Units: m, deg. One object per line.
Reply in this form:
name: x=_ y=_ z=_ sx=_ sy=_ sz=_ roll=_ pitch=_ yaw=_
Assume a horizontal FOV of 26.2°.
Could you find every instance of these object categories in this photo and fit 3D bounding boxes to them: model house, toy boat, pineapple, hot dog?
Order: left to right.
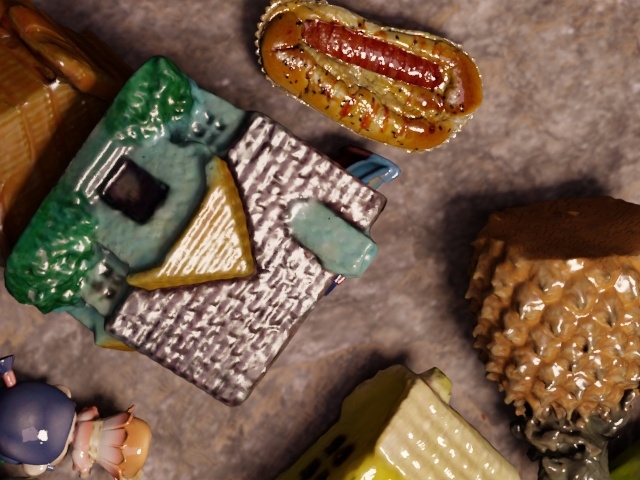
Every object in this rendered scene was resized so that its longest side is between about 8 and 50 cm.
model house: x=-0.294 y=-0.133 z=1.329 sx=0.229 sy=0.199 sz=0.219 roll=-35 pitch=149 yaw=-32
model house: x=-0.103 y=0.014 z=1.312 sx=0.249 sy=0.230 sz=0.280 roll=36 pitch=93 yaw=19
toy boat: x=0.000 y=0.000 z=1.435 sx=0.097 sy=0.100 sz=0.223 roll=43 pitch=92 yaw=13
hot dog: x=0.048 y=-0.176 z=1.433 sx=0.253 sy=0.069 sz=0.131 roll=21 pitch=96 yaw=-14
model house: x=0.091 y=0.266 z=1.473 sx=0.234 sy=0.175 sz=0.193 roll=-45 pitch=106 yaw=2
pineapple: x=0.270 y=0.142 z=1.486 sx=0.223 sy=0.223 sz=0.357 roll=-10 pitch=112 yaw=-10

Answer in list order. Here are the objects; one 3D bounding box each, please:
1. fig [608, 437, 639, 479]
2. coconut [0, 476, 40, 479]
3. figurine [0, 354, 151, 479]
fig: x=0.384 y=0.302 z=1.560 sx=0.275 sy=0.206 sz=0.206 roll=-3 pitch=102 yaw=12
coconut: x=-0.319 y=0.344 z=1.368 sx=0.241 sy=0.241 sz=0.241 roll=-2 pitch=101 yaw=-12
figurine: x=-0.267 y=0.190 z=1.421 sx=0.195 sy=0.102 sz=0.111 roll=10 pitch=65 yaw=-10
